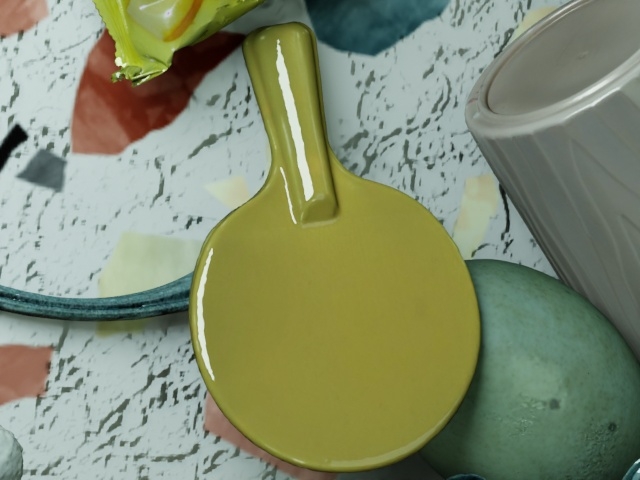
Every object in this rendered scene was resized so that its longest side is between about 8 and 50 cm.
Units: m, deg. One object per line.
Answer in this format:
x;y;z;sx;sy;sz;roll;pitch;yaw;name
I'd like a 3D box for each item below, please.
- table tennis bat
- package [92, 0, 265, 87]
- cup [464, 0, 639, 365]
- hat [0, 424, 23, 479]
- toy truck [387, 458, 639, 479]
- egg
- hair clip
0.000;0.000;1.228;0.198;0.050;0.321;-9;75;-11;table tennis bat
-0.072;-0.209;1.206;0.226;0.090;0.168;-31;110;-29;package
0.282;-0.047;1.345;0.273;0.288;0.208;53;52;-21;cup
-0.237;0.136;1.079;0.112;0.162;0.093;29;74;-36;hat
0.149;0.256;1.235;0.136;0.305;0.162;54;35;-40;toy truck
0.143;0.109;1.325;0.236;0.169;0.169;44;70;-22;egg
-0.125;0.034;1.220;0.229;0.039;0.070;-9;96;-32;hair clip
